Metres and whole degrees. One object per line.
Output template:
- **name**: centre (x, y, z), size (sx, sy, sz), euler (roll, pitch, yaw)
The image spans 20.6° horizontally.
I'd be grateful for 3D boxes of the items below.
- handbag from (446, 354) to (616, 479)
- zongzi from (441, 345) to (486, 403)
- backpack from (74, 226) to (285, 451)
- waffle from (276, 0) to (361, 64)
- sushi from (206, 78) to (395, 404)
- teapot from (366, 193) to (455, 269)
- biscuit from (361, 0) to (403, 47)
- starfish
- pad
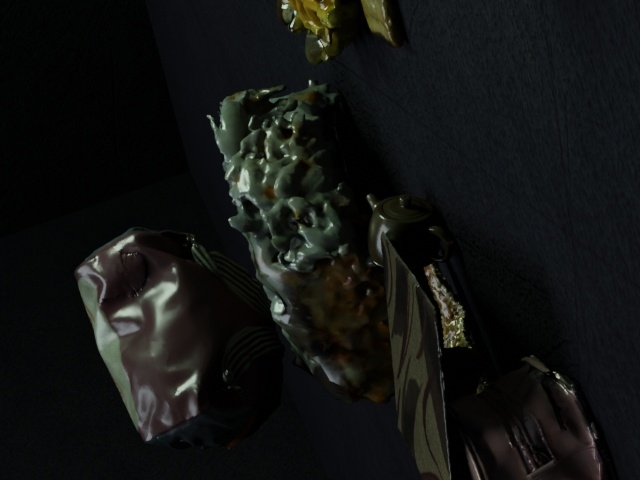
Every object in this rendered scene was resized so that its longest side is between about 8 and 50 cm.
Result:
- **handbag**: centre (0.180, 0.204, 1.601), size (0.205, 0.116, 0.179), euler (-150, 41, -79)
- **zongzi**: centre (0.117, 0.163, 1.767), size (0.104, 0.052, 0.113), euler (-7, 74, 61)
- **backpack**: centre (-0.142, 0.133, 2.217), size (0.317, 0.197, 0.283), euler (20, -133, -63)
- **waffle**: centre (-0.029, -0.335, 1.863), size (0.329, 0.062, 0.329), euler (158, 90, -82)
- **sushi**: centre (-0.002, -0.004, 2.119), size (0.417, 0.176, 0.417), euler (159, 90, -90)
- **teapot**: centre (0.093, -0.013, 1.830), size (0.121, 0.076, 0.068), euler (27, 130, 38)
- **biscuit**: centre (0.056, -0.231, 1.709), size (0.083, 0.018, 0.081), euler (-132, 23, -67)
- **starfish**: centre (0.151, 0.198, 1.904), size (0.293, 0.084, 0.301), euler (83, 160, -51)
- **pad**: centre (0.090, 0.128, 1.673), size (0.330, 0.004, 0.220), euler (-118, 22, -76)
